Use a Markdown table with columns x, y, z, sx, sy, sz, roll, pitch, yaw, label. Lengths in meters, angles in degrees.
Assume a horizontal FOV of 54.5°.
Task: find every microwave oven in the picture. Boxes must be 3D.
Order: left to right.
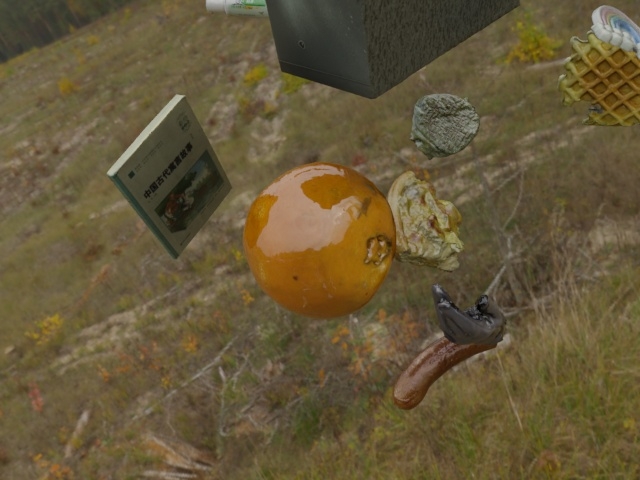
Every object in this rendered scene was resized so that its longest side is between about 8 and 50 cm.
| x | y | z | sx | sy | sz | roll | pitch | yaw | label |
| --- | --- | --- | --- | --- | --- | --- | --- | --- | --- |
| 0.129 | -0.501 | 1.065 | 0.432 | 0.374 | 0.236 | -38 | 45 | -28 | microwave oven |

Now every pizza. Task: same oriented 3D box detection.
| x | y | z | sx | sy | sz | roll | pitch | yaw | label |
| --- | --- | --- | --- | --- | --- | --- | --- | --- | --- |
| 0.254 | -0.043 | 1.463 | 0.089 | 0.223 | 0.323 | -50 | 16 | 38 | pizza |

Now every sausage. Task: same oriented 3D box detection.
| x | y | z | sx | sy | sz | roll | pitch | yaw | label |
| --- | --- | --- | --- | --- | --- | --- | --- | --- | --- |
| 0.291 | 0.290 | 1.489 | 0.302 | 0.102 | 0.076 | -32 | 16 | -11 | sausage |

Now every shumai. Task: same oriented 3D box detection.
| x | y | z | sx | sy | sz | roll | pitch | yaw | label |
| --- | --- | --- | --- | --- | --- | --- | --- | --- | --- |
| 0.335 | -0.306 | 1.689 | 0.184 | 0.184 | 0.142 | -23 | 3 | 2 | shumai |

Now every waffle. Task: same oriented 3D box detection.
| x | y | z | sx | sy | sz | roll | pitch | yaw | label |
| --- | --- | --- | --- | --- | --- | --- | --- | --- | --- |
| 0.710 | -0.389 | 1.496 | 0.262 | 0.249 | 0.056 | 11 | 36 | 29 | waffle |

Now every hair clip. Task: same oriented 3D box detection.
| x | y | z | sx | sy | sz | roll | pitch | yaw | label |
| --- | --- | --- | --- | --- | --- | --- | --- | --- | --- |
| 0.573 | -0.371 | 1.156 | 0.054 | 0.220 | 0.140 | -47 | 33 | 45 | hair clip |

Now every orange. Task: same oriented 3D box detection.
| x | y | z | sx | sy | sz | roll | pitch | yaw | label |
| --- | --- | --- | --- | --- | --- | --- | --- | --- | --- |
| 0.000 | 0.000 | 1.215 | 0.312 | 0.312 | 0.312 | -19 | 27 | 10 | orange |

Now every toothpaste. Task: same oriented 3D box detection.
| x | y | z | sx | sy | sz | roll | pitch | yaw | label |
| --- | --- | --- | --- | --- | --- | --- | --- | --- | --- |
| -0.094 | -0.516 | 1.374 | 0.315 | 0.058 | 0.056 | 3 | 31 | 4 | toothpaste |

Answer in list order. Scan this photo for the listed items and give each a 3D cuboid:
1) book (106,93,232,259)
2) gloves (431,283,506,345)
| x | y | z | sx | sy | sz | roll | pitch | yaw | label |
| --- | --- | --- | --- | --- | --- | --- | --- | --- | --- |
| -0.282 | -0.116 | 1.221 | 0.025 | 0.282 | 0.214 | 23 | 67 | 27 | book |
| 0.319 | 0.161 | 1.294 | 0.142 | 0.286 | 0.119 | -29 | 51 | 30 | gloves |
